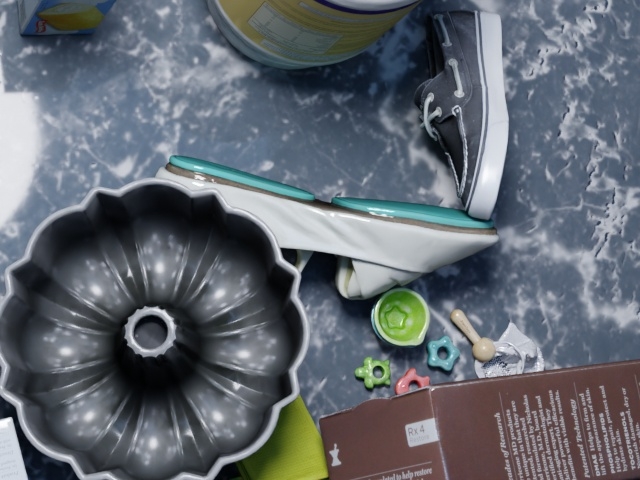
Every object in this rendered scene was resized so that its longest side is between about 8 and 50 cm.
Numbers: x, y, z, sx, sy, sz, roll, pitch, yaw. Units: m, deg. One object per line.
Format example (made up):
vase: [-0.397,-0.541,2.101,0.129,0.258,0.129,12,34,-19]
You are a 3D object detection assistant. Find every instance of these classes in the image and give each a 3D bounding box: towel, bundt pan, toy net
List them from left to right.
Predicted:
bundt pan: [-0.174,0.108,1.833,0.330,0.124,0.331,0,76,-1]
towel: [-0.071,0.175,1.908,0.102,0.021,0.237,-16,55,-18]
toy net: [0.161,0.136,2.032,0.232,0.045,0.122,14,76,-14]

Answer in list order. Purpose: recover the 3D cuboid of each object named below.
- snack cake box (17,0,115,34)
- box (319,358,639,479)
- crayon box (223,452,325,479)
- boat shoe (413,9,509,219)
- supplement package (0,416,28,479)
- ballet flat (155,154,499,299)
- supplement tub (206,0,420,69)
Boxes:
snack cake box: [-0.267,-0.331,1.869,0.089,0.264,0.152,-3,81,-19]
box: [0.209,0.220,1.888,0.381,0.191,0.143,-1,77,-38]
crayon box: [-0.031,0.428,1.887,0.313,0.106,0.363,-14,84,-19]
boat shoe: [0.159,-0.153,2.020,0.102,0.108,0.301,6,55,-6]
supplement package: [-0.356,0.319,1.791,0.133,0.139,0.244,-14,84,-15]
ballet flat: [0.000,0.000,1.978,0.400,0.139,0.139,10,77,-11]
supplement tub: [0.006,-0.329,1.917,0.241,0.331,0.241,3,79,-17]
